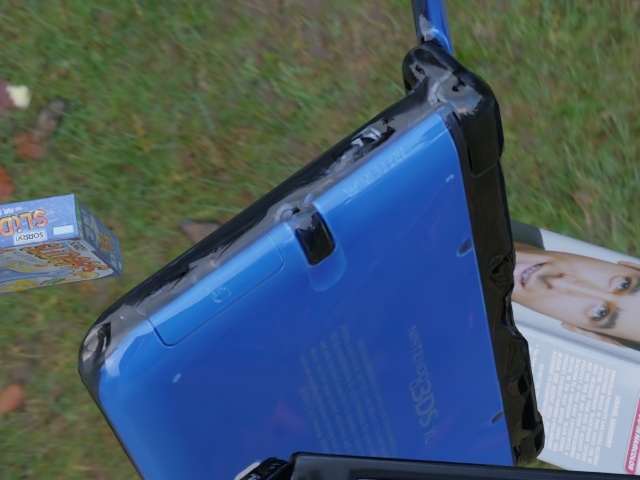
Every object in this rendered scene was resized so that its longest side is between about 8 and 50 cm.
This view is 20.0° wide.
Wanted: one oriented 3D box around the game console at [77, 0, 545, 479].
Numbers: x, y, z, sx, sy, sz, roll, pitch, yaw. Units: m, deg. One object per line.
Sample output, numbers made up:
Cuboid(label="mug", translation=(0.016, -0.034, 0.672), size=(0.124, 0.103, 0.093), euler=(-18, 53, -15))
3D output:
Cuboid(label="game console", translation=(0.000, 0.000, 0.777), size=(0.250, 0.293, 0.173), euler=(-36, 58, -12))

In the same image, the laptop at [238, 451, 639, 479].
Cuboid(label="laptop", translation=(0.014, 0.187, 0.463), size=(0.137, 0.264, 0.234), euler=(14, 102, 15))

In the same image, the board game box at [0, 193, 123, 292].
Cuboid(label="board game box", translation=(-0.239, 0.007, 1.426), size=(0.136, 0.201, 0.035), euler=(-9, 80, 2))

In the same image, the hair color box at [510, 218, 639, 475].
Cuboid(label="hair color box", translation=(0.158, 0.072, 1.459), size=(0.374, 0.185, 0.113), euler=(19, 117, 22))
